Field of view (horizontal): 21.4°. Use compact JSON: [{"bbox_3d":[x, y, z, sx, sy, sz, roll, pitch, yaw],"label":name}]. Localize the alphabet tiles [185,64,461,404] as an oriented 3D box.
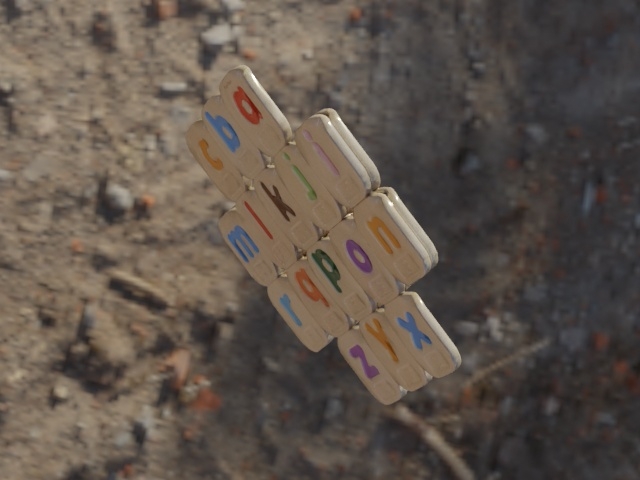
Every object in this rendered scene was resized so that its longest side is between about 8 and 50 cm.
[{"bbox_3d":[0.000,0.000,1.315,0.021,0.284,0.278,-37,88,-23],"label":"alphabet tiles"}]
